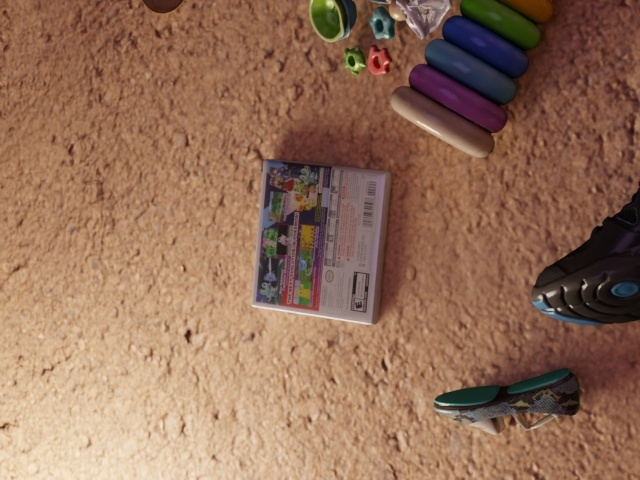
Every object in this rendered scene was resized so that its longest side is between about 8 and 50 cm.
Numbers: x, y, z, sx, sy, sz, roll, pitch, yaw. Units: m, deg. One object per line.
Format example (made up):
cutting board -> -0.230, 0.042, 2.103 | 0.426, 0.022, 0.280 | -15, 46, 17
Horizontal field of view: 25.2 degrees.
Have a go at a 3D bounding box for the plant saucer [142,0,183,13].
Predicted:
plant saucer -> -0.214, -0.355, 1.987 | 0.083, 0.015, 0.083 | 0, 90, 26

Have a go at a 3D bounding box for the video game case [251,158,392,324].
video game case -> 0.000, 0.000, 1.885 | 0.183, 0.023, 0.201 | 7, 95, 26

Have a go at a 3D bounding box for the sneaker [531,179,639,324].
sneaker -> 0.394, -0.011, 1.656 | 0.341, 0.125, 0.139 | -28, 51, 27

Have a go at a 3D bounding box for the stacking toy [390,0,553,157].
stacking toy -> 0.222, -0.270, 1.723 | 0.141, 0.141, 0.330 | 33, 98, 22

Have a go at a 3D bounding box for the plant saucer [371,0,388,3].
plant saucer -> 0.112, -0.455, 1.809 | 0.318, 0.044, 0.317 | 0, 90, 26

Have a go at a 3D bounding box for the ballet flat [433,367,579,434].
ballet flat -> 0.229, 0.207, 1.755 | 0.188, 0.070, 0.070 | -14, 85, 29

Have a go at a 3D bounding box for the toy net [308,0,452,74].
toy net -> 0.076, -0.263, 1.764 | 0.232, 0.045, 0.122 | 1, 109, 55
